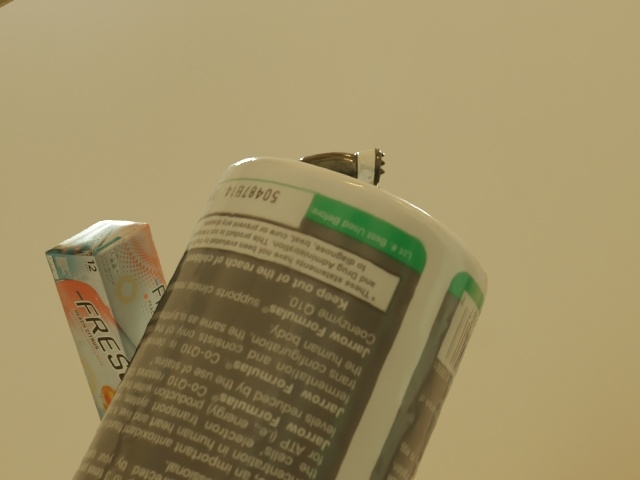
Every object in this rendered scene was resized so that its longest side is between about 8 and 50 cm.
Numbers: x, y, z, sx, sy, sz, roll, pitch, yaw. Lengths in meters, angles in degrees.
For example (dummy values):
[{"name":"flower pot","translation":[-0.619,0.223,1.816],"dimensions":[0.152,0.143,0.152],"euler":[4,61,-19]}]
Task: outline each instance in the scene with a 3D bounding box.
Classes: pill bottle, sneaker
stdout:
[{"name":"pill bottle","translation":[-0.045,0.145,0.837],"dimensions":[0.204,0.204,0.361],"euler":[40,-112,-42]},{"name":"sneaker","translation":[0.000,0.000,1.356],"dimensions":[0.106,0.078,0.234],"euler":[6,-54,-4]}]

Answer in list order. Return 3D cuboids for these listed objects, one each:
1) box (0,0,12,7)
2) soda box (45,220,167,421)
[{"name":"box","translation":[-0.243,-0.264,0.968],"dimensions":[0.311,0.148,0.121],"euler":[-33,-57,-16]},{"name":"soda box","translation":[-0.147,0.079,0.985],"dimensions":[0.063,0.058,0.183],"euler":[-35,-62,-45]}]
